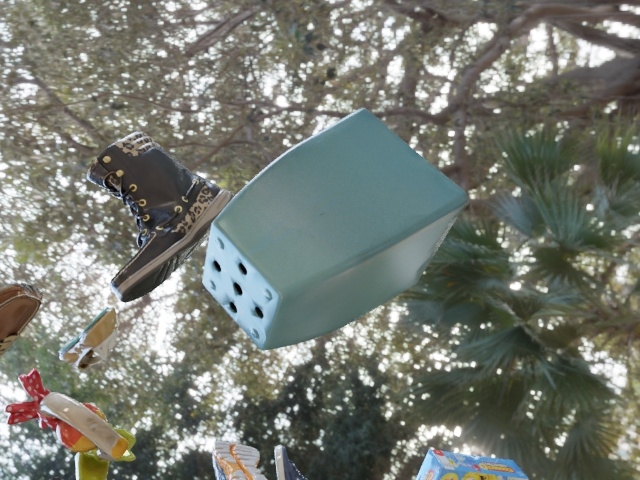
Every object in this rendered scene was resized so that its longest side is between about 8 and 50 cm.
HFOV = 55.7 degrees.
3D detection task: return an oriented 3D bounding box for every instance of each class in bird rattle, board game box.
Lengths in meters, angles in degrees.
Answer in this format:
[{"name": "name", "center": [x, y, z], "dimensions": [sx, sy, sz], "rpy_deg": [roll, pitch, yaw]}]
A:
[{"name": "bird rattle", "center": [-0.428, 0.320, 1.069], "dimensions": [0.254, 0.207, 0.143], "rpy_deg": [52, -130, -9]}, {"name": "board game box", "center": [0.397, 0.767, 1.732], "dimensions": [0.301, 0.086, 0.308], "rpy_deg": [15, -77, -22]}]

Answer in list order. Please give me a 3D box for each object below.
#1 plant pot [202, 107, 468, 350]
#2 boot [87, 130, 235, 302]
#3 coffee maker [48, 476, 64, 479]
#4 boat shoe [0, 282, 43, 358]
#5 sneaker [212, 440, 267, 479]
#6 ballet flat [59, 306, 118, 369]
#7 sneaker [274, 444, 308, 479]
[{"name": "plant pot", "center": [0.000, 0.000, 0.654], "dimensions": [0.234, 0.165, 0.166], "rpy_deg": [-31, -25, -35]}, {"name": "boot", "center": [-0.398, -0.066, 1.345], "dimensions": [0.284, 0.138, 0.377], "rpy_deg": [40, -127, -1]}, {"name": "coffee maker", "center": [-0.719, 0.658, 1.455], "dimensions": [0.120, 0.178, 0.171], "rpy_deg": [36, -100, -6]}, {"name": "boat shoe", "center": [-0.746, 0.226, 1.358], "dimensions": [0.324, 0.120, 0.122], "rpy_deg": [-39, -40, 14]}, {"name": "sneaker", "center": [-0.143, 0.406, 1.015], "dimensions": [0.084, 0.215, 0.083], "rpy_deg": [14, -85, -17]}, {"name": "ballet flat", "center": [-0.437, 0.195, 1.184], "dimensions": [0.073, 0.232, 0.080], "rpy_deg": [47, -135, -10]}, {"name": "sneaker", "center": [-0.050, 0.856, 2.065], "dimensions": [0.148, 0.131, 0.350], "rpy_deg": [-19, -95, -5]}]
